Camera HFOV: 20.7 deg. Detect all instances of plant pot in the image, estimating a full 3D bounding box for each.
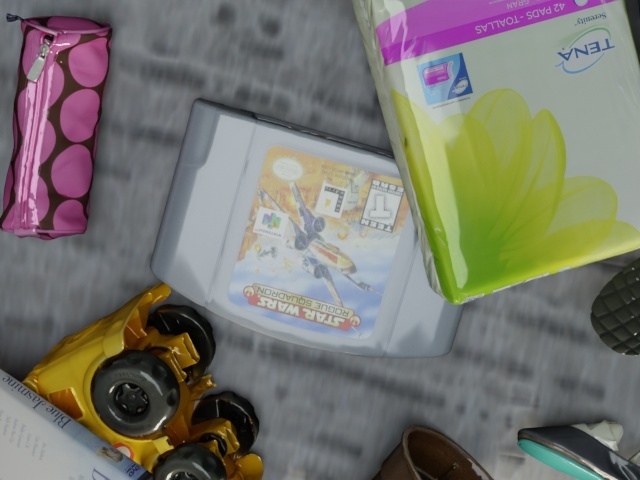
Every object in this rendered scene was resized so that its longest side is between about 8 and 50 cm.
[{"bbox_3d":[0.083,0.289,1.647,0.167,0.167,0.165,43,106,-7],"label":"plant pot"}]

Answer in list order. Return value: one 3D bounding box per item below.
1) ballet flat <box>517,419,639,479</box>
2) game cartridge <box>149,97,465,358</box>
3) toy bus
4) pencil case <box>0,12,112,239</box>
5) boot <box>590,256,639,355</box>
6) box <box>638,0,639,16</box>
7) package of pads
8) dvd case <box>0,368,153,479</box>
[{"bbox_3d":[0.286,0.216,1.673,0.203,0.074,0.074,31,101,2],"label":"ballet flat"},{"bbox_3d":[0.000,0.000,1.641,0.297,0.062,0.198,15,97,-1],"label":"game cartridge"},{"bbox_3d":[-0.187,0.181,1.645,0.211,0.149,0.220,-24,102,19],"label":"toy bus"},{"bbox_3d":[-0.247,-0.101,1.604,0.095,0.098,0.209,6,102,0],"label":"pencil case"},{"bbox_3d":[0.374,0.025,1.587,0.246,0.161,0.083,-37,72,23],"label":"boot"},{"bbox_3d":[0.377,-0.195,1.496,0.165,0.143,0.270,-6,89,-22],"label":"box"},{"bbox_3d":[0.177,-0.114,1.558,0.229,0.101,0.296,-16,95,-10],"label":"package of pads"},{"bbox_3d":[-0.277,0.210,1.626,0.253,0.022,0.180,32,131,14],"label":"dvd case"}]
